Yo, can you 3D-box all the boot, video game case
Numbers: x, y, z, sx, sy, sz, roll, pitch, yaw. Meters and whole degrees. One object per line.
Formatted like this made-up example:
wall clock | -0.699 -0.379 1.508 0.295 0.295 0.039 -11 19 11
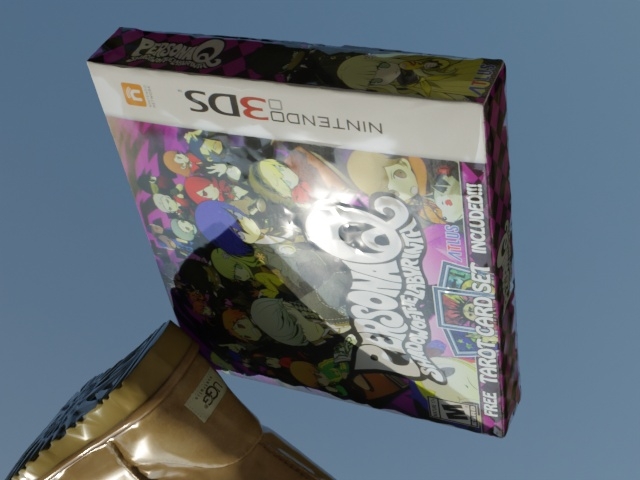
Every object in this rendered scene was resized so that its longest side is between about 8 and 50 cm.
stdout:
boot | -0.058 0.196 0.662 0.269 0.236 0.089 44 -131 -9
video game case | 0.000 0.000 0.563 0.041 0.210 0.232 -58 -31 -41
